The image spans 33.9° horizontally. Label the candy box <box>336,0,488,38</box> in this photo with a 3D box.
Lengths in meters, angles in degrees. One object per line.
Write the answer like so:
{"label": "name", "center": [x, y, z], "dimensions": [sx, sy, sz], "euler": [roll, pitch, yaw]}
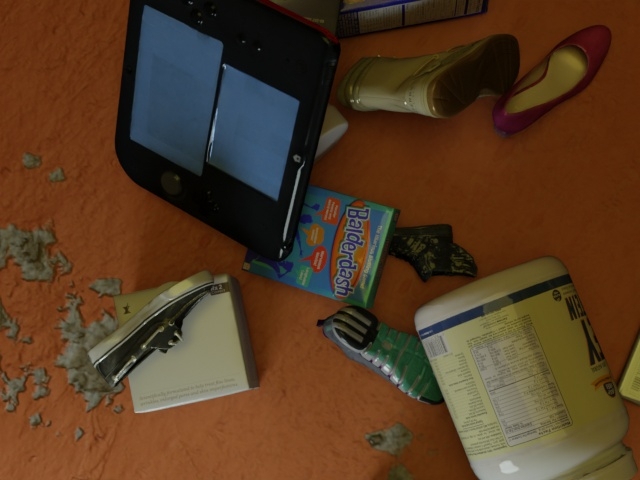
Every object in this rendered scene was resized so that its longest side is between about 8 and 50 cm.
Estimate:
{"label": "candy box", "center": [0.091, -0.475, 1.657], "dimensions": [0.317, 0.122, 0.268], "euler": [-10, 81, 2]}

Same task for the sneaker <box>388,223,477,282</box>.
{"label": "sneaker", "center": [0.153, 0.024, 1.626], "dimensions": [0.170, 0.051, 0.089], "euler": [-6, 78, 0]}

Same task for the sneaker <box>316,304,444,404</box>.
{"label": "sneaker", "center": [0.099, 0.173, 1.609], "dimensions": [0.224, 0.098, 0.083], "euler": [39, 69, -15]}

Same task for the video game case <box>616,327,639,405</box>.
{"label": "video game case", "center": [0.583, 0.170, 1.590], "dimensions": [0.206, 0.026, 0.226], "euler": [23, 84, 7]}

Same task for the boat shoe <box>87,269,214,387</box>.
{"label": "boat shoe", "center": [-0.231, 0.128, 1.512], "dimensions": [0.219, 0.078, 0.070], "euler": [-38, 81, 8]}

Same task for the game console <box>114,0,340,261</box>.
{"label": "game console", "center": [-0.151, -0.191, 1.532], "dimensions": [0.342, 0.060, 0.386], "euler": [32, 130, 23]}

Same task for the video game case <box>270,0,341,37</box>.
{"label": "video game case", "center": [-0.056, -0.427, 1.565], "dimensions": [0.196, 0.026, 0.274], "euler": [8, 78, -1]}

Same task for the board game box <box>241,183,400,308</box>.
{"label": "board game box", "center": [0.000, 0.000, 1.614], "dimensions": [0.210, 0.047, 0.160], "euler": [16, 91, 17]}

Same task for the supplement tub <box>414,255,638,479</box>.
{"label": "supplement tub", "center": [0.294, 0.208, 1.500], "dimensions": [0.236, 0.235, 0.324], "euler": [-22, 82, 1]}

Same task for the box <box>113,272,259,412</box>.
{"label": "box", "center": [-0.202, 0.156, 1.602], "dimensions": [0.181, 0.119, 0.181], "euler": [-12, 82, 3]}

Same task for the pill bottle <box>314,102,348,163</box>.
{"label": "pill bottle", "center": [-0.101, -0.247, 1.619], "dimensions": [0.169, 0.169, 0.301], "euler": [-42, 81, -2]}

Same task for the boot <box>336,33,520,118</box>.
{"label": "boot", "center": [0.171, -0.257, 1.628], "dimensions": [0.204, 0.262, 0.095], "euler": [8, 121, 41]}

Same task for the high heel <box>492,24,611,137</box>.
{"label": "high heel", "center": [0.359, -0.255, 1.612], "dimensions": [0.244, 0.117, 0.082], "euler": [-37, 82, -1]}
